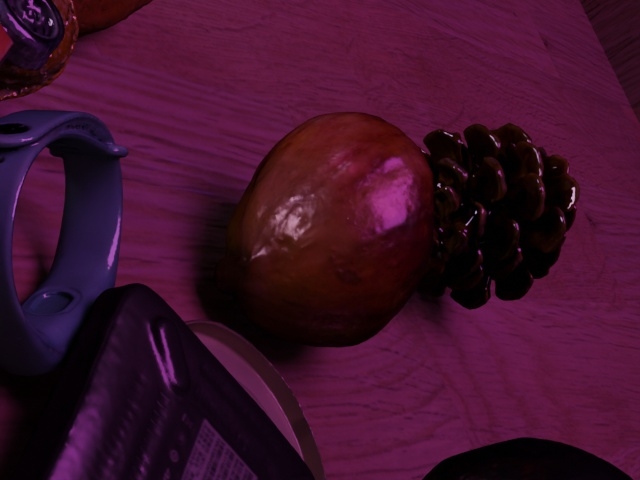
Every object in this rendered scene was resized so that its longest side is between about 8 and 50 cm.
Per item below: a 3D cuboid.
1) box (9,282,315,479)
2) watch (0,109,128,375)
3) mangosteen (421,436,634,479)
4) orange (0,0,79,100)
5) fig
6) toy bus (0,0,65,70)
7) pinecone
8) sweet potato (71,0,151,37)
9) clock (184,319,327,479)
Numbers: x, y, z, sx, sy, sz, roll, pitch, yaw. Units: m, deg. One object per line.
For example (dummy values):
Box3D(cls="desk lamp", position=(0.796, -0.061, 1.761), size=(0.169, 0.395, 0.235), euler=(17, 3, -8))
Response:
Box3D(cls="box", position=(-0.113, 0.213, 1.169), size=(0.289, 0.073, 0.290), euler=(54, 34, -28))
Box3D(cls="watch", position=(-0.215, -0.008, 1.185), size=(0.237, 0.068, 0.195), euler=(-55, 145, -64))
Box3D(cls="mangosteen", position=(0.202, 0.342, 1.437), size=(0.297, 0.297, 0.313), euler=(47, 35, -28))
Box3D(cls="orange", position=(-0.278, -0.186, 1.266), size=(0.156, 0.134, 0.156), euler=(37, -14, 11))
Box3D(cls="fig", position=(0.011, -0.003, 1.539), size=(0.224, 0.224, 0.263), euler=(48, 44, -25))
Box3D(cls="toy bus", position=(-0.339, -0.111, 0.997), size=(0.233, 0.203, 0.427), euler=(47, 26, -18))
Box3D(cls="pinecone", position=(0.177, -0.037, 1.882), size=(0.309, 0.244, 0.244), euler=(12, 52, -45))
Box3D(cls="sweet potato", position=(-0.231, -0.247, 1.479), size=(0.097, 0.097, 0.252), euler=(57, 23, -6))
Box3D(cls="clock", position=(-0.073, 0.179, 1.388), size=(0.235, 0.029, 0.235), euler=(44, 29, -32))
